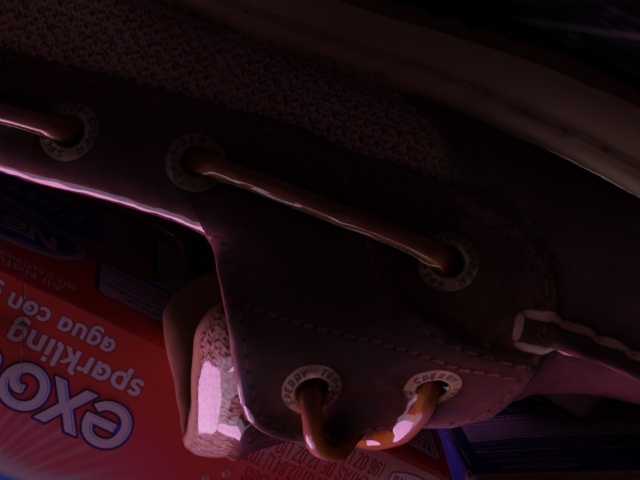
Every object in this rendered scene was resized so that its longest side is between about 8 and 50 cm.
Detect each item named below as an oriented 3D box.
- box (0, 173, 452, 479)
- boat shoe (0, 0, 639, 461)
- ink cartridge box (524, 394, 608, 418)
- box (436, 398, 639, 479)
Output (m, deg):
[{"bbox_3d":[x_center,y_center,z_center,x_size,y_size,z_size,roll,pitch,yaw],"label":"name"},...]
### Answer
[{"bbox_3d":[-0.104,0.042,0.550,0.257,0.123,0.128,26,-166,-14],"label":"box"},{"bbox_3d":[0.000,0.000,0.466,0.342,0.123,0.123,29,175,-8],"label":"boat shoe"},{"bbox_3d":[-0.001,-0.015,0.693,0.332,0.065,0.165,29,174,-25],"label":"ink cartridge box"},{"bbox_3d":[0.112,0.079,0.703,0.136,0.036,0.225,-1,-174,-1],"label":"box"}]
